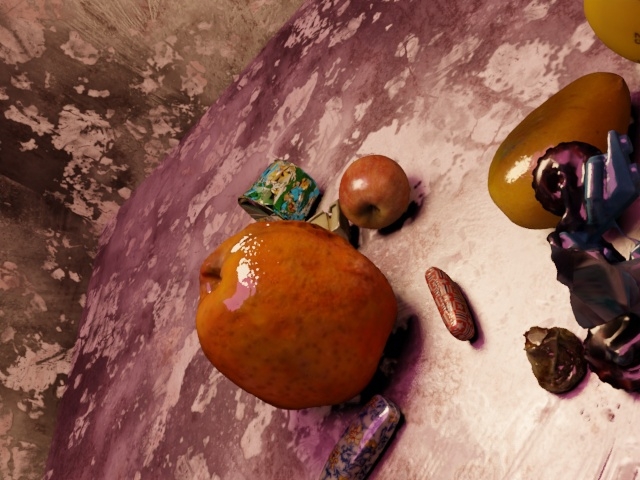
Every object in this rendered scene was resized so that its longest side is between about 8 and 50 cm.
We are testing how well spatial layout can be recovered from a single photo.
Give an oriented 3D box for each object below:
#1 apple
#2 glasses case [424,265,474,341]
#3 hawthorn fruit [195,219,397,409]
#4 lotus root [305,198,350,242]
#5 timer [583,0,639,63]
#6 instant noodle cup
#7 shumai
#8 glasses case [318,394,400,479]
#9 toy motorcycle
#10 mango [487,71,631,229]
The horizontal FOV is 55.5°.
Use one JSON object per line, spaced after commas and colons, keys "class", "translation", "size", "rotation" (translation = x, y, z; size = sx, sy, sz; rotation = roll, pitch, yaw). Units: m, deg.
{"class": "apple", "translation": [0.141, -0.130, 1.602], "size": [0.188, 0.188, 0.174], "rotation": [-29, 30, 38]}
{"class": "glasses case", "translation": [0.279, 0.130, 1.291], "size": [0.049, 0.073, 0.194], "rotation": [-43, 35, 22]}
{"class": "hawthorn fruit", "translation": [-0.067, 0.151, 1.416], "size": [0.471, 0.471, 0.472], "rotation": [-34, 39, 33]}
{"class": "lotus root", "translation": [0.000, 0.000, 1.732], "size": [0.235, 0.138, 0.119], "rotation": [-39, 41, 27]}
{"class": "timer", "translation": [0.675, -0.468, 1.054], "size": [0.387, 0.376, 0.376], "rotation": [12, 71, 31]}
{"class": "instant noodle cup", "translation": [-0.123, -0.137, 1.955], "size": [0.240, 0.240, 0.178], "rotation": [8, 60, 56]}
{"class": "shumai", "translation": [0.397, 0.195, 1.059], "size": [0.099, 0.087, 0.124], "rotation": [-34, 40, 30]}
{"class": "glasses case", "translation": [0.079, 0.444, 1.298], "size": [0.248, 0.065, 0.087], "rotation": [-56, 33, 3]}
{"class": "toy motorcycle", "translation": [0.491, 0.023, 0.956], "size": [0.232, 0.172, 0.416], "rotation": [-22, 75, 36]}
{"class": "mango", "translation": [0.466, -0.184, 1.179], "size": [0.365, 0.182, 0.253], "rotation": [-56, 13, -11]}
